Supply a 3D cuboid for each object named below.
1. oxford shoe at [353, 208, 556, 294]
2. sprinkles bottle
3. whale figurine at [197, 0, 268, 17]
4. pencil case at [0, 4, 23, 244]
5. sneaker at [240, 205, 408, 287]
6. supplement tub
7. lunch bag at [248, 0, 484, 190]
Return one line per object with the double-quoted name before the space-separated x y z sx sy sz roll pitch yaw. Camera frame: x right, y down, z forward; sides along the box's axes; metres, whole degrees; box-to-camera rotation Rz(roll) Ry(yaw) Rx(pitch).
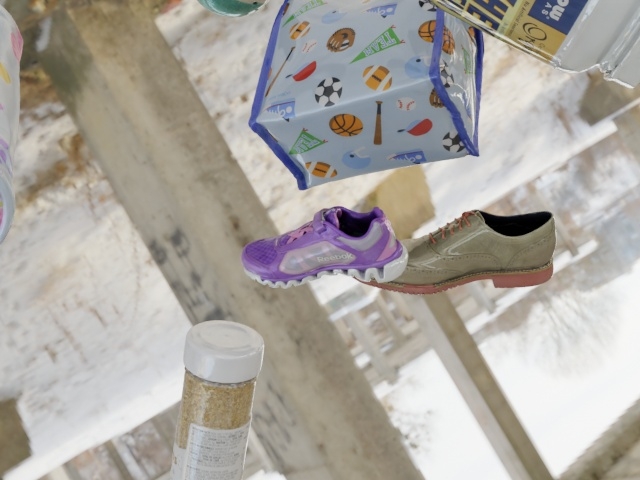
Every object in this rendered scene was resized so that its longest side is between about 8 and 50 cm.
"oxford shoe" 0.212 0.003 1.508 0.348 0.130 0.123 -5 -147 -9
"sprinkles bottle" -0.171 0.308 1.467 0.121 0.121 0.355 -26 130 -58
"whale figurine" -0.195 -0.531 1.720 0.216 0.272 0.141 -18 162 -47
"pencil case" -0.286 -0.092 0.692 0.124 0.113 0.273 -51 -146 21
"sneaker" 0.000 0.000 1.295 0.236 0.104 0.095 -4 -140 12
"supplement tub" 0.244 -0.321 0.997 0.228 0.316 0.228 -61 175 -9
"lunch bag" 0.093 -0.299 1.526 0.328 0.385 0.239 -10 142 22
